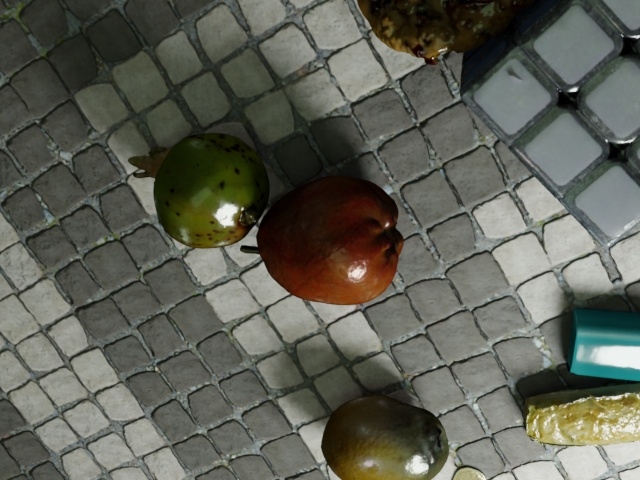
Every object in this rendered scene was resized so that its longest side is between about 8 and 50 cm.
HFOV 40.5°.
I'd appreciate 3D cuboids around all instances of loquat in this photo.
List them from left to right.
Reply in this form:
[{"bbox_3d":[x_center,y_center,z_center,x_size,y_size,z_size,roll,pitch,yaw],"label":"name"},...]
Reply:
[{"bbox_3d":[0.118,0.368,1.563,0.227,0.179,0.179,9,112,10],"label":"loquat"}]

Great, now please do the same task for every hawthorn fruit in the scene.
[{"bbox_3d":[0.000,0.000,1.416,0.260,0.224,0.224,-7,110,14],"label":"hawthorn fruit"}]

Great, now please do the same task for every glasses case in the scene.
[{"bbox_3d":[0.580,0.189,1.469,0.300,0.070,0.117,2,112,7],"label":"glasses case"}]

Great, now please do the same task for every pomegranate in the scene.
[{"bbox_3d":[-0.207,-0.084,1.427,0.245,0.198,0.198,8,112,2],"label":"pomegranate"}]

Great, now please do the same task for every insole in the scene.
[{"bbox_3d":[0.262,0.544,1.691,0.081,0.011,0.248,17,113,4],"label":"insole"}]

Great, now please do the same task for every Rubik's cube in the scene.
[{"bbox_3d":[0.399,-0.226,1.209,0.303,0.301,0.305,43,113,-9],"label":"Rubik's cube"}]

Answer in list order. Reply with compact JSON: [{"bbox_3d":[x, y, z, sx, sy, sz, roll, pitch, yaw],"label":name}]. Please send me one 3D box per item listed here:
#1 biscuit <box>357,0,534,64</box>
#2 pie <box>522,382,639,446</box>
[{"bbox_3d":[0.193,-0.411,1.209,0.334,0.081,0.289,-48,59,8],"label":"biscuit"},{"bbox_3d":[0.501,0.311,1.528,0.282,0.068,0.129,-8,112,13],"label":"pie"}]
